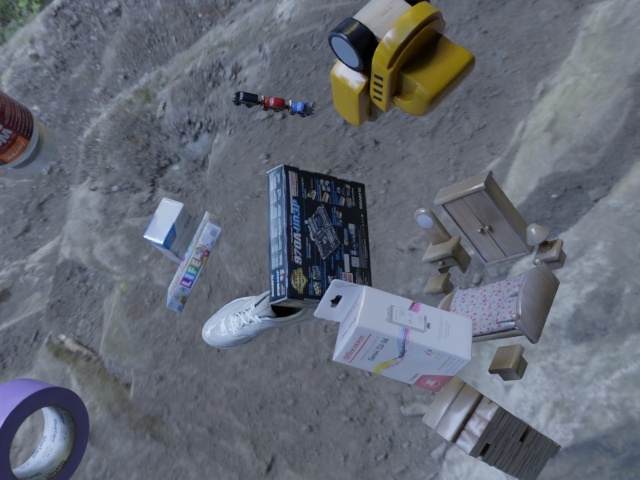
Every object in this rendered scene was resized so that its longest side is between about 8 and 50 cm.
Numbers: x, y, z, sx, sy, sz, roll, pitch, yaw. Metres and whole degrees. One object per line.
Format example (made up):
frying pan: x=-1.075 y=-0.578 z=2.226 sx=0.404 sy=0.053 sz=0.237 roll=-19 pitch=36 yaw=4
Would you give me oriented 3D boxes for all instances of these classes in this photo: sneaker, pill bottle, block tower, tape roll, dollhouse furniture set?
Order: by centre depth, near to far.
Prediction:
tape roll: x=-0.482 y=0.328 z=1.123 sx=0.080 sy=0.189 sz=0.189 roll=5 pitch=96 yaw=29
block tower: x=0.297 y=0.328 z=1.146 sx=0.335 sy=0.091 sz=0.097 roll=35 pitch=87 yaw=-46
pill bottle: x=-0.561 y=-0.195 z=1.155 sx=0.121 sy=0.221 sz=0.121 roll=-5 pitch=73 yaw=17
dollhouse furniture set: x=0.227 y=0.066 z=1.176 sx=0.174 sy=0.303 sz=0.355 roll=49 pitch=50 yaw=-17
sneaker: x=-0.121 y=0.141 z=1.341 sx=0.262 sy=0.121 sz=0.099 roll=-21 pitch=75 yaw=7

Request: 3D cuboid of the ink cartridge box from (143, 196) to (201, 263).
ink cartridge box: x=-0.277 y=-0.014 z=1.315 sx=0.052 sy=0.122 sz=0.088 roll=18 pitch=73 yaw=22

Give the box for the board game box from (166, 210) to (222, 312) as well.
board game box: x=-0.209 y=0.033 z=1.126 sx=0.026 sy=0.103 sz=0.154 roll=25 pitch=96 yaw=-15

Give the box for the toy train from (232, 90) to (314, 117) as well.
toy train: x=-0.085 y=-0.254 z=1.265 sx=0.158 sy=0.036 sz=0.027 roll=6 pitch=80 yaw=-19

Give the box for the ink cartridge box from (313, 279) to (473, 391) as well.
ink cartridge box: x=0.091 y=0.130 z=0.921 sx=0.198 sy=0.115 sz=0.067 roll=18 pitch=53 yaw=-5

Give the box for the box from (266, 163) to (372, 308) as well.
box: x=0.000 y=0.000 z=1.100 sx=0.175 sy=0.051 sz=0.220 roll=9 pitch=71 yaw=-37

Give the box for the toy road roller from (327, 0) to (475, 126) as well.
toy road roller: x=0.165 y=-0.336 z=1.362 sx=0.240 sy=0.329 sz=0.202 roll=43 pitch=78 yaw=16
